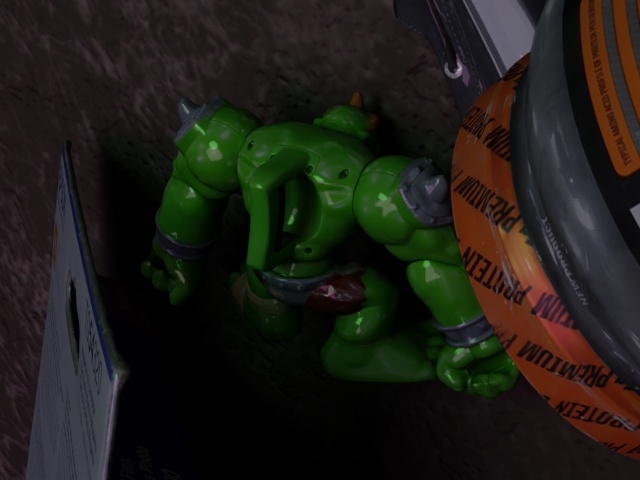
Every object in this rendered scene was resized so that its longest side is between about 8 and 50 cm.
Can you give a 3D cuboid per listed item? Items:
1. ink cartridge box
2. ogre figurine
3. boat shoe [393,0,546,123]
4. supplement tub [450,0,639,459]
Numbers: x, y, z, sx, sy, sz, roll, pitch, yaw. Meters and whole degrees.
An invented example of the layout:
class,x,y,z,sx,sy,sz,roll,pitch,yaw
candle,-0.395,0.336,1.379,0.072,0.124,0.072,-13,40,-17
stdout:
class,x,y,z,sx,sy,sz,roll,pitch,yaw
ink cartridge box,-0.104,0.151,0.707,0.324,0.071,0.330,-123,42,-67
ogre figurine,0.000,0.000,0.671,0.197,0.097,0.118,35,142,38
boat shoe,0.063,-0.100,0.584,0.076,0.080,0.228,-18,105,43
supplement tub,0.194,-0.055,0.403,0.316,0.194,0.193,-33,87,45
